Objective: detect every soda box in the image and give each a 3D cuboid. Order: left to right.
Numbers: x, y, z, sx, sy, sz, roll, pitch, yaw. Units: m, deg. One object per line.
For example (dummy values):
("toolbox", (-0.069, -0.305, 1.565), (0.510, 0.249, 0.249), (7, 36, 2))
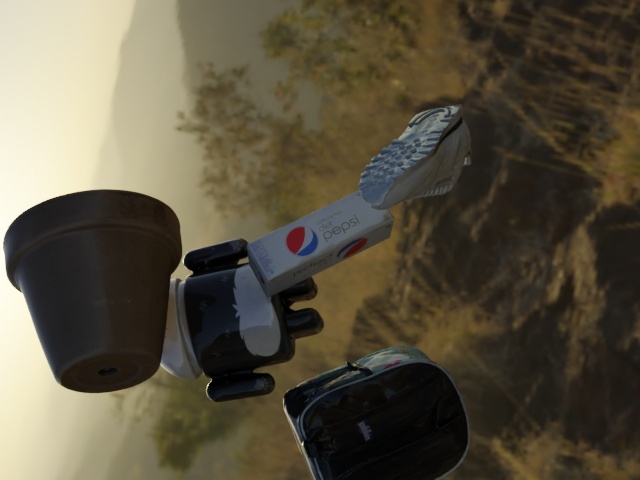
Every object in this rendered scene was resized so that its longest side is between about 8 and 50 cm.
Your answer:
("soda box", (0.000, 0.000, 1.882), (0.069, 0.216, 0.074), (60, 167, 20))

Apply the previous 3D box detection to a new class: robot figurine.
("robot figurine", (-0.138, 0.125, 2.000), (0.209, 0.278, 0.173), (-98, -5, -51))

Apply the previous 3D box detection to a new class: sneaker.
("sneaker", (0.134, -0.091, 1.632), (0.235, 0.090, 0.095), (-42, -57, -43))

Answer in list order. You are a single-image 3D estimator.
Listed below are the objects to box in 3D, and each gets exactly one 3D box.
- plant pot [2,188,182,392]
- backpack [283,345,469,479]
("plant pot", (-0.314, 0.087, 1.805), (0.263, 0.263, 0.229), (119, 143, -55))
("backpack", (0.090, 0.281, 1.910), (0.191, 0.253, 0.225), (-142, 30, -74))
